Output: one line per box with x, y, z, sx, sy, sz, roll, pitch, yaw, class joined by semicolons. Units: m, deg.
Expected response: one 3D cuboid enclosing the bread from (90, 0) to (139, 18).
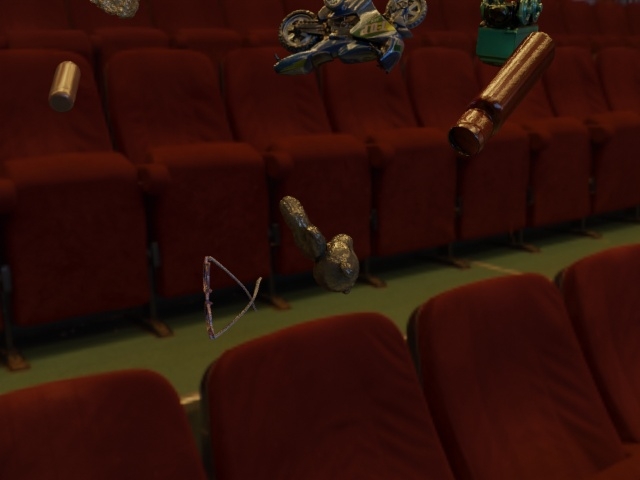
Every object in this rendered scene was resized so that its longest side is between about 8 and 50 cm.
-0.365;-0.443;1.340;0.125;0.082;0.106;36;16;-10;bread

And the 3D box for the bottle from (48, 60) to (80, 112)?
-0.541;-0.326;1.652;0.053;0.053;0.140;-3;41;-7;bottle

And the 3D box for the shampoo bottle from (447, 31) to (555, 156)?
0.298;-0.239;1.291;0.064;0.102;0.260;36;59;11;shampoo bottle

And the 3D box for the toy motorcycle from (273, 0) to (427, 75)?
0.047;-0.324;1.257;0.255;0.135;0.092;-6;-16;14;toy motorcycle

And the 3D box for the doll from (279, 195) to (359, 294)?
0.008;-0.002;2.336;0.158;0.340;0.246;-30;-10;-7;doll

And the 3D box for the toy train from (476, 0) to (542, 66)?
0.395;-0.444;1.638;0.107;0.154;0.198;13;22;27;toy train

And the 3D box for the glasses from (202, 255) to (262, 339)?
-0.144;0.095;1.321;0.104;0.139;0.062;-2;2;-16;glasses
